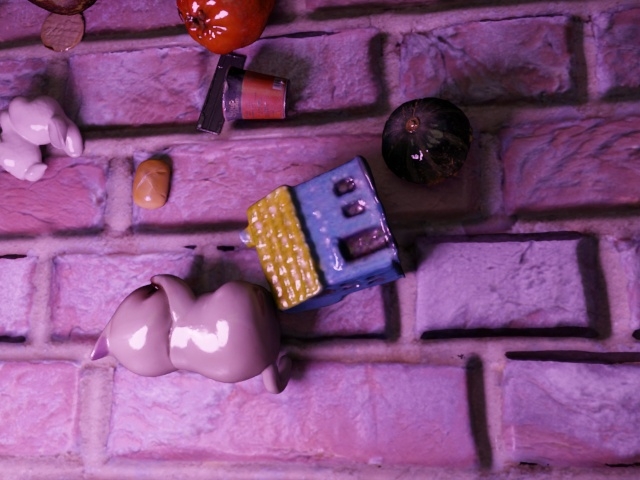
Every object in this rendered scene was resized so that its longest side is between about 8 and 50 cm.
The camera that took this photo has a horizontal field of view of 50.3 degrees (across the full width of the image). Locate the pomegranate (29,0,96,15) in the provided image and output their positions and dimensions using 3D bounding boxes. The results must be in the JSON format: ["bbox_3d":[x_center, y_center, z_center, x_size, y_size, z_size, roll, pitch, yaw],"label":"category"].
[{"bbox_3d":[-0.553,-0.660,1.598,0.340,0.285,0.285,9,78,-19],"label":"pomegranate"}]

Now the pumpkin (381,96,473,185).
[{"bbox_3d":[0.216,-0.204,1.398,0.190,0.146,0.191,-23,57,42],"label":"pumpkin"}]

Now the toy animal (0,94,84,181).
[{"bbox_3d":[-0.660,-0.231,1.568,0.193,0.127,0.179,-38,77,-1],"label":"toy animal"}]

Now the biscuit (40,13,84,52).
[{"bbox_3d":[-0.637,-0.519,1.683,0.120,0.015,0.120,-2,77,10],"label":"biscuit"}]

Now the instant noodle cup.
[{"bbox_3d":[-0.139,-0.320,1.507,0.135,0.127,0.127,6,79,3],"label":"instant noodle cup"}]

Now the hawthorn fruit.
[{"bbox_3d":[-0.189,-0.568,1.527,0.211,0.211,0.299,28,74,14],"label":"hawthorn fruit"}]

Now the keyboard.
[{"bbox_3d":[-0.233,-0.341,1.577,0.063,0.010,0.198,16,81,11],"label":"keyboard"}]

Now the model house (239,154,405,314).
[{"bbox_3d":[0.000,0.000,1.368,0.303,0.215,0.237,-22,76,10],"label":"model house"}]

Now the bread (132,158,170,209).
[{"bbox_3d":[-0.384,-0.129,1.534,0.082,0.056,0.115,5,79,10],"label":"bread"}]

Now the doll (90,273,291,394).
[{"bbox_3d":[-0.242,0.175,1.365,0.370,0.215,0.226,7,95,9],"label":"doll"}]
